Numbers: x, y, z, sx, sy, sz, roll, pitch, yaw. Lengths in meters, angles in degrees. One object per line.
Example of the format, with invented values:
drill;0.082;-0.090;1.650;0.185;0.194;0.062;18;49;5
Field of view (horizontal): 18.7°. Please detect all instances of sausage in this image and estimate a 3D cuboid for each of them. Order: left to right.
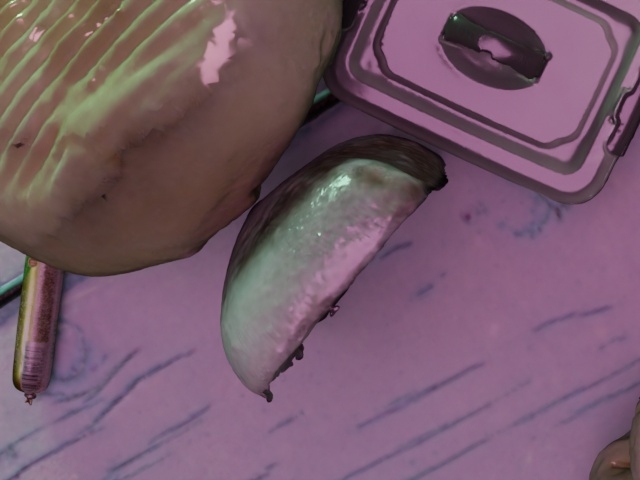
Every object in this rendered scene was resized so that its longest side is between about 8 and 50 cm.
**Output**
sausage;-0.214;-0.002;1.526;0.033;0.033;0.269;9;97;10

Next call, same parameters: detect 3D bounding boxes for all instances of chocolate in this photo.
chocolate;0.000;0.000;1.342;0.100;0.303;0.185;42;99;-2

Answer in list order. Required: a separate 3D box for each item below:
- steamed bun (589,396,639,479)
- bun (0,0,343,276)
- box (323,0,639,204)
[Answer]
steamed bun;0.331;0.206;1.354;0.275;0.206;0.320;-13;96;10
bun;-0.121;-0.148;1.385;0.361;0.213;0.361;-10;74;37
box;0.129;-0.138;1.397;0.227;0.130;0.162;25;99;7
